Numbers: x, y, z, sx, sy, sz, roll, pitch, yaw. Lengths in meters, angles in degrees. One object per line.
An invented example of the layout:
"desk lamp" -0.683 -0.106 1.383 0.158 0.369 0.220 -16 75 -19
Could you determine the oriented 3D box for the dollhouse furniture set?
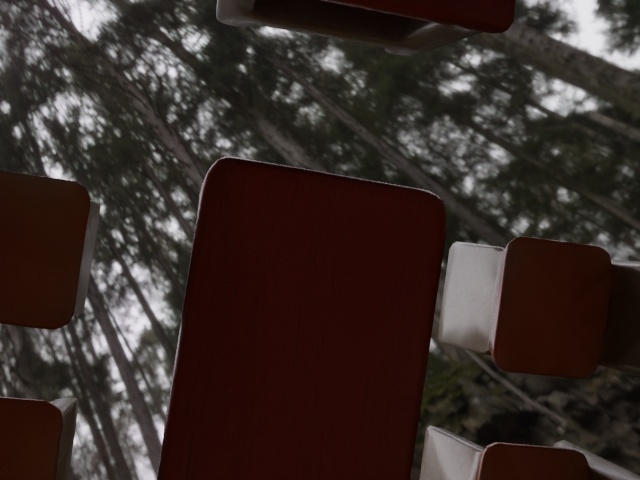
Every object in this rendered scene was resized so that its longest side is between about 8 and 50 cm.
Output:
"dollhouse furniture set" 0.000 0.000 0.347 0.262 0.135 0.259 8 -91 -13
